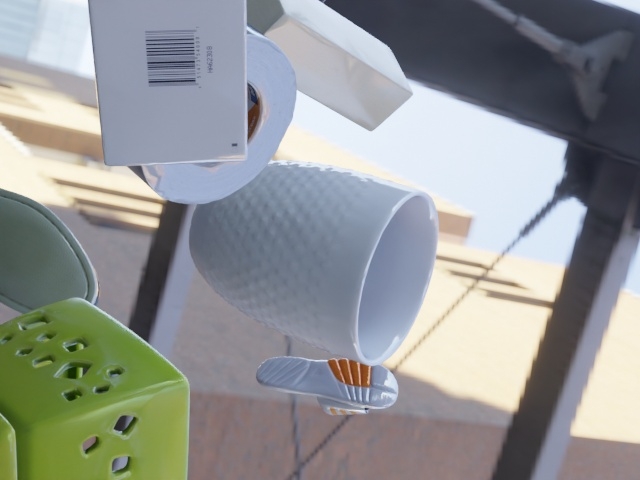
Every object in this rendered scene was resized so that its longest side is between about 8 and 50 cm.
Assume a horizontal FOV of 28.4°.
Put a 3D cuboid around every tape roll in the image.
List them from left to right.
[{"bbox_3d":[-0.133,-0.151,1.452,0.072,0.219,0.219,40,-65,37],"label":"tape roll"}]

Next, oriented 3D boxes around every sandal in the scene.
[{"bbox_3d":[0.015,0.268,2.303,0.102,0.265,0.076,-67,157,-44],"label":"sandal"}]

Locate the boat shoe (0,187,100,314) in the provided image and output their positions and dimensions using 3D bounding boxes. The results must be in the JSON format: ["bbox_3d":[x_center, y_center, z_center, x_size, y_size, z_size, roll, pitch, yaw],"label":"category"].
[{"bbox_3d":[-0.392,0.006,1.578,0.340,0.113,0.127,25,-98,22],"label":"boat shoe"}]

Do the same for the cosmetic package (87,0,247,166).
[{"bbox_3d":[-0.142,-0.224,1.167,0.225,0.138,0.224,-98,-172,-51],"label":"cosmetic package"}]

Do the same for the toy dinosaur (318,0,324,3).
[{"bbox_3d":[-0.052,-0.526,2.054,0.200,0.127,0.296,29,-41,30],"label":"toy dinosaur"}]

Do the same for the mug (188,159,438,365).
[{"bbox_3d":[0.000,0.000,1.988,0.328,0.374,0.276,18,-66,25],"label":"mug"}]

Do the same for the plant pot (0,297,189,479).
[{"bbox_3d":[-0.272,0.209,1.208,0.227,0.207,0.228,27,-60,46],"label":"plant pot"}]

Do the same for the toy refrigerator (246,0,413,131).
[{"bbox_3d":[-0.004,-0.247,1.675,0.094,0.269,0.102,-41,-129,23],"label":"toy refrigerator"}]
